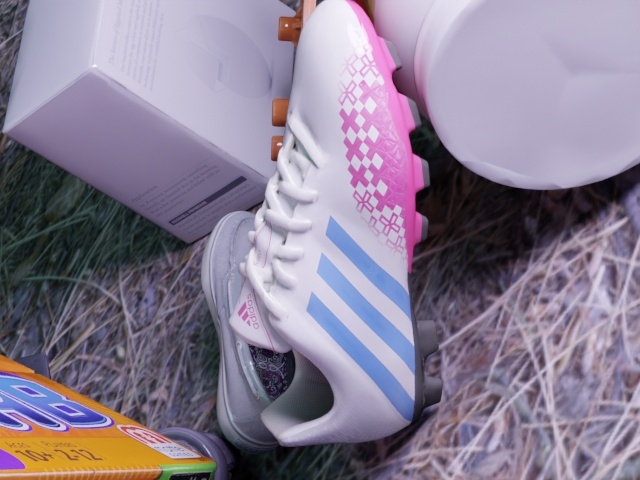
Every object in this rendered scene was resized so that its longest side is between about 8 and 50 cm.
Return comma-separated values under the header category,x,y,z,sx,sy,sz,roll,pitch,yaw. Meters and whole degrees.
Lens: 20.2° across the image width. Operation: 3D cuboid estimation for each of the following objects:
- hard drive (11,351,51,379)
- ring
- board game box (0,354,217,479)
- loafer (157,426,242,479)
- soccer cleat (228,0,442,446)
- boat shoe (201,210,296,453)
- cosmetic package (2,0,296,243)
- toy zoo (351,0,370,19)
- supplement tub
category,x,y,z,sx,sy,sz,roll,pitch,yaw
hard drive,-0.315,0.233,1.643,0.172,0.054,0.255,-15,50,11
ring,-0.018,-0.204,1.430,0.336,0.032,0.337,-177,90,-88
board game box,-0.354,0.251,1.281,0.356,0.356,0.356,23,92,21
loafer,-0.157,0.284,1.445,0.109,0.095,0.302,37,98,21
soccer cleat,0.000,0.000,1.267,0.143,0.331,0.116,-14,21,-15
boat shoe,-0.044,0.060,1.464,0.081,0.079,0.227,-48,37,43
cosmetic package,-0.153,-0.157,1.660,0.138,0.224,0.224,-29,42,35
toy zoo,0.017,-0.082,1.468,0.192,0.030,0.293,108,165,-47
supplement tub,0.143,-0.219,1.321,0.241,0.241,0.331,-41,37,23
